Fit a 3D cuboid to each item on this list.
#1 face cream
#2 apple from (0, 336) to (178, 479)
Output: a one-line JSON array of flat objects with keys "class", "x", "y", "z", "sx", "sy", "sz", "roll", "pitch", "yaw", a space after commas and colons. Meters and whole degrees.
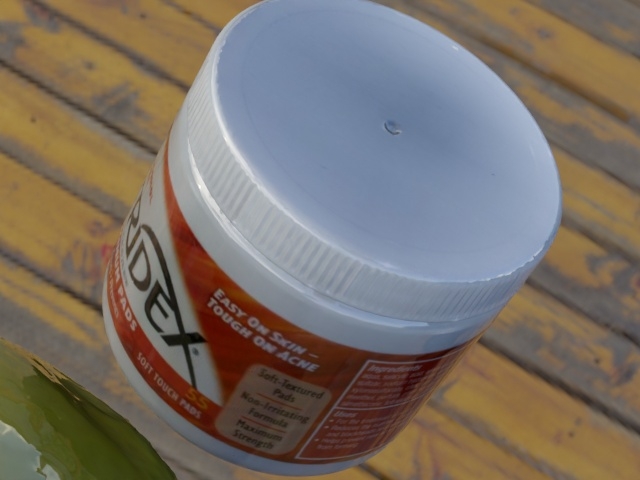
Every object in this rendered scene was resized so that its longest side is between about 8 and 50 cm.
[{"class": "face cream", "x": 0.000, "y": 0.000, "z": 0.737, "sx": 0.201, "sy": 0.187, "sz": 0.201, "roll": 16, "pitch": 45, "yaw": -17}, {"class": "apple", "x": -0.175, "y": 0.156, "z": 0.524, "sx": 0.258, "sy": 0.233, "sz": 0.295, "roll": 22, "pitch": 41, "yaw": 34}]
